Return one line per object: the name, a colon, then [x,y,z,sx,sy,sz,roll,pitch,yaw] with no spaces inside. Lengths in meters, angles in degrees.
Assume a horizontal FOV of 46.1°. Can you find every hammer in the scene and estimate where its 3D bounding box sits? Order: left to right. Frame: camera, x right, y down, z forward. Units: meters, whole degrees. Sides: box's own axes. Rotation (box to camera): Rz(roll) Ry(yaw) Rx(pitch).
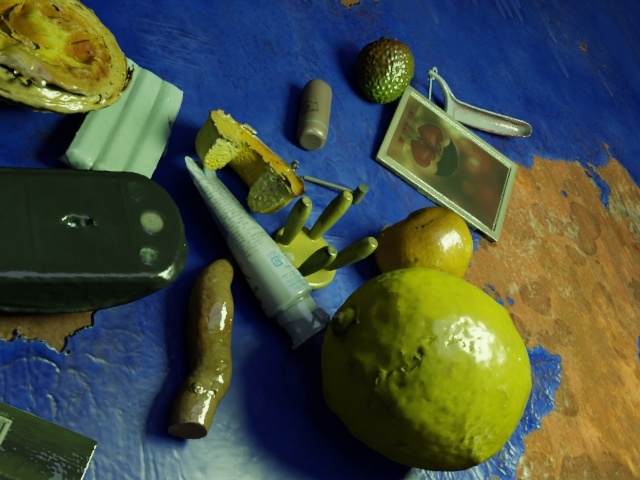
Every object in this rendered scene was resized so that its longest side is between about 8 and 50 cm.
hammer: [0.023,-0.088,1.243,0.110,0.035,0.019,14,50,-19]

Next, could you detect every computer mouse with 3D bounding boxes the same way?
computer mouse: [-0.295,0.003,0.871,0.270,0.100,0.170,2,54,-31]

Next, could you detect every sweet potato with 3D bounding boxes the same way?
sweet potato: [-0.138,0.110,0.944,0.067,0.059,0.281,29,46,-30]

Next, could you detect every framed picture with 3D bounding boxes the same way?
framed picture: [0.248,-0.148,1.447,0.290,0.020,0.211,34,54,-13]

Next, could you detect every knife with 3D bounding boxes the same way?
knife: [0.327,-0.271,1.587,0.278,0.053,0.123,13,79,-27]

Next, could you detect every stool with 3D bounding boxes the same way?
stool: [0.000,0.000,1.096,0.134,0.110,0.135,32,46,-16]

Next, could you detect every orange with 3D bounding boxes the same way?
orange: [0.164,0.018,1.189,0.157,0.157,0.134,-21,94,-45]

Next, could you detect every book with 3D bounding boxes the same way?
book: [-0.325,0.264,0.708,0.160,0.024,0.228,29,45,-16]

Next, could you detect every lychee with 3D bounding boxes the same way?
lychee: [0.123,-0.331,1.440,0.114,0.114,0.146,22,67,-24]

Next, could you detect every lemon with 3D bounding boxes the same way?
lemon: [0.139,0.168,0.976,0.284,0.261,0.260,56,41,-13]

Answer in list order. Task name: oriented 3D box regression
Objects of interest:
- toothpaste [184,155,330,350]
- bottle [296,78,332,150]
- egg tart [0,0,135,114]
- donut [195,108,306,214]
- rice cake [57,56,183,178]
toothpaste: [-0.093,0.011,1.043,0.299,0.073,0.114,55,10,11]
bottle: [-0.010,-0.216,1.292,0.053,0.053,0.140,25,47,-22]
egg tart: [-0.388,-0.248,0.972,0.297,0.132,0.297,27,33,-19]
donut: [-0.107,-0.114,1.103,0.181,0.078,0.146,37,17,-16]
rice cake: [-0.269,-0.157,1.053,0.127,0.043,0.237,29,45,-17]
